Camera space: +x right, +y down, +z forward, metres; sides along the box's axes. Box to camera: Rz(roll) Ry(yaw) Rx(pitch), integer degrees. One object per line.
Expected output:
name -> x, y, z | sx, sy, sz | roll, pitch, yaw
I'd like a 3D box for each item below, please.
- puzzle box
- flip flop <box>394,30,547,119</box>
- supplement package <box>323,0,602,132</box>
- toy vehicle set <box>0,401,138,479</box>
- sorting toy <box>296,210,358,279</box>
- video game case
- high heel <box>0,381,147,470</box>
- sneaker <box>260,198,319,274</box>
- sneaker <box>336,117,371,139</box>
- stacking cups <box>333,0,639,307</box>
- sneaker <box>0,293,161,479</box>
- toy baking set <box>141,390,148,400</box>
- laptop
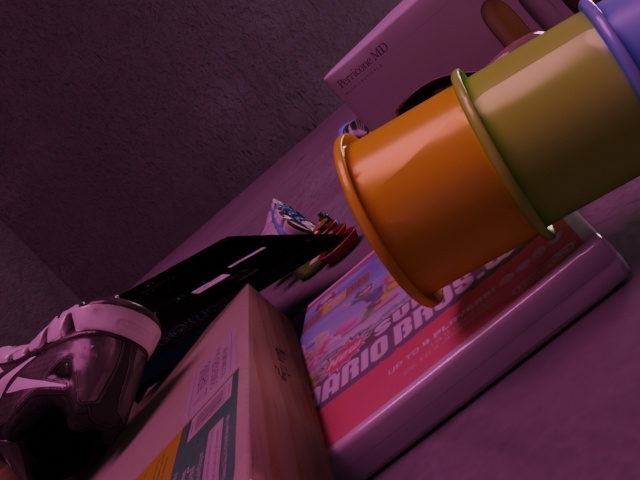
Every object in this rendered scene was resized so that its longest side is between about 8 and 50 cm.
puzzle box -> -0.111, 0.168, 0.469 | 0.272, 0.052, 0.409 | -47, 8, 2
flip flop -> 0.101, -0.095, 0.686 | 0.112, 0.080, 0.277 | -41, -6, -16
supplement package -> 0.168, -0.210, 0.822 | 0.262, 0.145, 0.204 | -35, 11, 42
toy vehicle set -> -0.260, 0.229, 0.717 | 0.166, 0.035, 0.267 | -45, -7, 16
sorting toy -> 0.000, 0.000, 0.896 | 0.061, 0.042, 0.102 | -49, 11, -35
video game case -> 0.062, 0.034, 0.534 | 0.204, 0.025, 0.285 | -41, 9, 12
high heel -> -0.280, 0.207, 0.894 | 0.186, 0.093, 0.261 | -37, 7, 30
sneaker -> -0.047, 0.004, 1.018 | 0.083, 0.071, 0.190 | -58, 2, 6
sneaker -> 0.098, -0.182, 1.300 | 0.078, 0.067, 0.188 | -5, 31, 40
stacking cups -> 0.163, -0.077, 0.373 | 0.316, 0.096, 0.096 | -27, 14, 18
sneaker -> -0.202, 0.124, 0.605 | 0.234, 0.078, 0.106 | -29, 43, 36
toy baking set -> -0.266, 0.210, 1.103 | 0.197, 0.030, 0.256 | -32, 14, 50
laptop -> -0.127, 0.100, 0.804 | 0.264, 0.136, 0.234 | -1, 24, 48
